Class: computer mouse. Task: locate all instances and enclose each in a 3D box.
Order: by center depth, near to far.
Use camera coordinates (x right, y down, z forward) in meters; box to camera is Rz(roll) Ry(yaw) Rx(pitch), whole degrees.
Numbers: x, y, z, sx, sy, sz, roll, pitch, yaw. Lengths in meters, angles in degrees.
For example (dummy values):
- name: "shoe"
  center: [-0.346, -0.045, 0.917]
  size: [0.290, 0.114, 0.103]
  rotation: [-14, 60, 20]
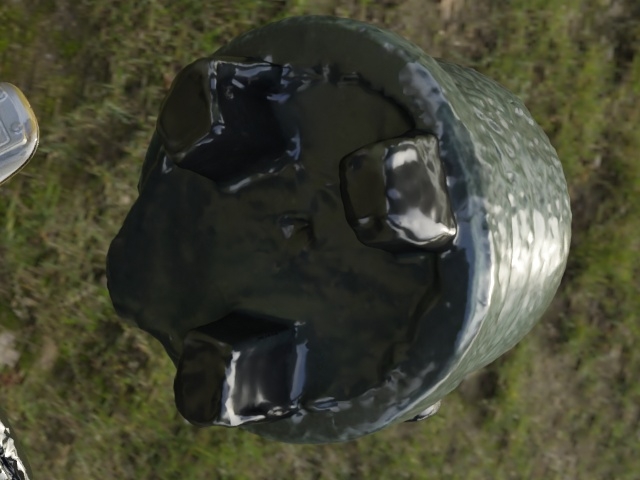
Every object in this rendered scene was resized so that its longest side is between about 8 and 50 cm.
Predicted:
- name: "computer mouse"
  center: [-0.365, -0.079, 1.293]
  size: [0.199, 0.102, 0.045]
  rotation: [-29, 161, -5]

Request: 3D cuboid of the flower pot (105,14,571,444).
- name: "flower pot"
  center: [0.000, 0.000, 0.925]
  size: [0.283, 0.299, 0.299]
  rotation: [-6, 105, -61]

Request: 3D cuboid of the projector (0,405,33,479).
- name: "projector"
  center: [-0.446, 0.050, 0.966]
  size: [0.242, 0.395, 0.405]
  rotation: [-36, 124, -24]
